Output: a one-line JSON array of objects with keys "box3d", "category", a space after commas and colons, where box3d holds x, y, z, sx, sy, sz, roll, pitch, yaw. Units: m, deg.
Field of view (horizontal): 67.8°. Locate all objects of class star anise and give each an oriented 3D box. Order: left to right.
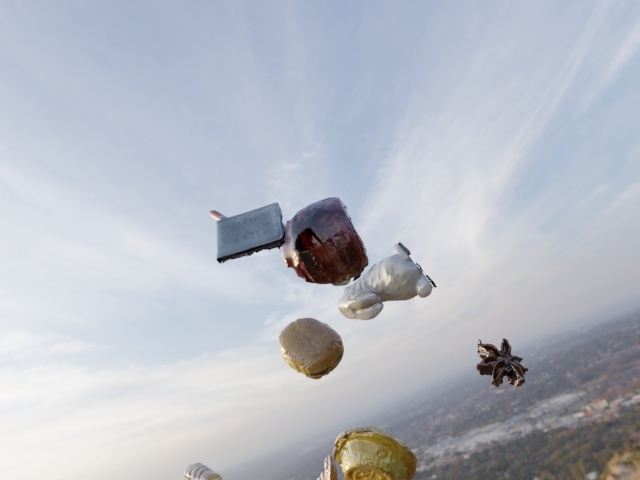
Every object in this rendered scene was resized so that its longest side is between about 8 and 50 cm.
[{"box3d": [0.711, 0.489, 1.866, 0.190, 0.126, 0.220, 0, 32, 21], "category": "star anise"}]

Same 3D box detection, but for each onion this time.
[{"box3d": [0.000, 0.000, 1.568, 0.279, 0.315, 0.146, -23, -19, -6], "category": "onion"}]

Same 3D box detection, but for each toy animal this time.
[{"box3d": [0.228, 0.187, 1.809, 0.357, 0.258, 0.194, -37, -58, 3], "category": "toy animal"}]

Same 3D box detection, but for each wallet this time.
[{"box3d": [-0.216, -0.027, 1.454, 0.221, 0.167, 0.036, -15, -40, 6], "category": "wallet"}]

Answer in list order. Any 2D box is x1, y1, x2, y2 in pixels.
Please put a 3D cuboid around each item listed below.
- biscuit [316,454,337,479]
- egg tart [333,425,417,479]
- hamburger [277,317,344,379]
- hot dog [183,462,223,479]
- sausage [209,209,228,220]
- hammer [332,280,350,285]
[{"box3d": [0.024, 0.925, 1.690, 0.047, 0.216, 0.340, 0, -45, -10], "category": "biscuit"}, {"box3d": [0.165, 0.705, 1.499, 0.288, 0.288, 0.118, -32, 16, 30], "category": "egg tart"}, {"box3d": [-0.045, 0.462, 2.095, 0.259, 0.283, 0.145, -46, -38, -30], "category": "hamburger"}, {"box3d": [-0.423, 0.844, 1.707, 0.087, 0.061, 0.285, -16, -4, -39], "category": "hot dog"}, {"box3d": [-0.327, -0.058, 1.728, 0.034, 0.253, 0.034, -31, -44, -35], "category": "sausage"}, {"box3d": [0.027, 0.154, 2.022, 0.193, 0.070, 0.116, 3, -1, 28], "category": "hammer"}]
